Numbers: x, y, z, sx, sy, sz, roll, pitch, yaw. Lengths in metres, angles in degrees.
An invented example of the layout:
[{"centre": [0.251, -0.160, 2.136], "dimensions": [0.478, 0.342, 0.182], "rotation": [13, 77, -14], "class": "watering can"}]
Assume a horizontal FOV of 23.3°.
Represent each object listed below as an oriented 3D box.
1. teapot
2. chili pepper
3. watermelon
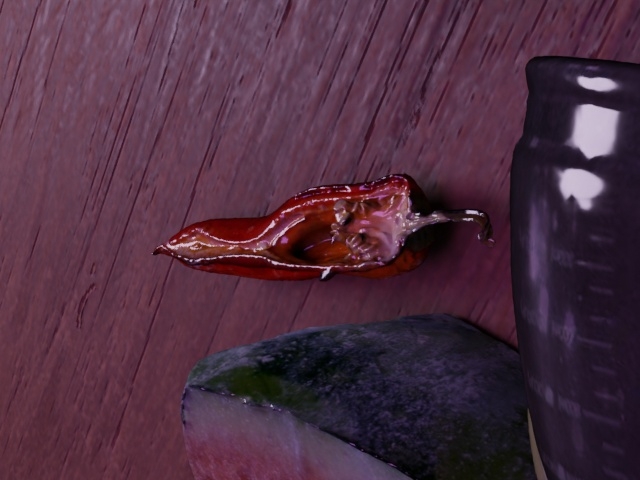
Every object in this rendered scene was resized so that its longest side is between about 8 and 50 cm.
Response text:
[{"centre": [0.149, 0.045, 0.579], "dimensions": [0.322, 0.239, 0.239], "rotation": [15, 100, 45], "class": "teapot"}, {"centre": [0.000, 0.000, 0.871], "dimensions": [0.268, 0.050, 0.059], "rotation": [-8, 70, 47], "class": "chili pepper"}, {"centre": [0.024, 0.168, 0.847], "dimensions": [0.193, 0.140, 0.256], "rotation": [32, 130, 31], "class": "watermelon"}]
